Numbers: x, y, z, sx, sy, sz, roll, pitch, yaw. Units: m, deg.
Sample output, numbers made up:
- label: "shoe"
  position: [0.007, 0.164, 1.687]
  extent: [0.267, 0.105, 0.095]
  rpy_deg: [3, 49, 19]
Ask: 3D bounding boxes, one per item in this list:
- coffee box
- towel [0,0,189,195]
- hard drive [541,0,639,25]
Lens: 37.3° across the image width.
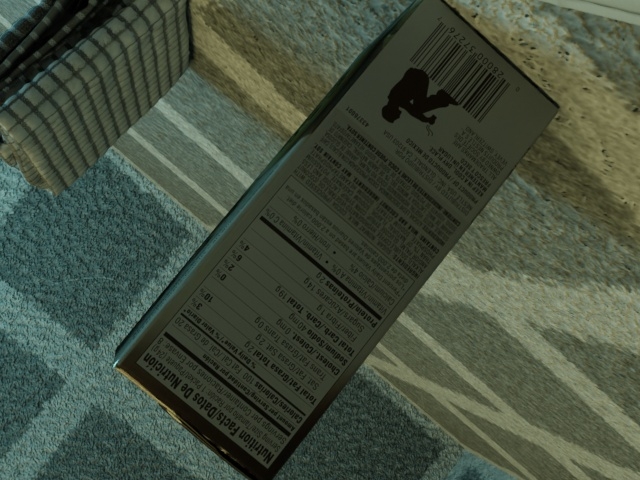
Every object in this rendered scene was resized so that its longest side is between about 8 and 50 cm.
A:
- label: "coffee box"
  position: [0.000, 0.000, 0.637]
  extent: [0.119, 0.297, 0.168]
  rpy_deg: [40, 171, -7]
- label: "towel"
  position: [-0.262, -0.178, 1.004]
  extent: [0.121, 0.235, 0.284]
  rpy_deg: [45, 170, 1]
- label: "hard drive"
  position: [0.017, -0.201, 0.354]
  extent: [0.339, 0.064, 0.237]
  rpy_deg: [31, 168, 42]
